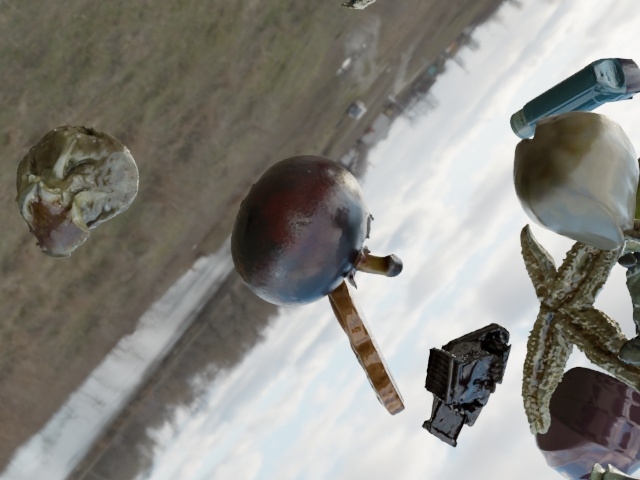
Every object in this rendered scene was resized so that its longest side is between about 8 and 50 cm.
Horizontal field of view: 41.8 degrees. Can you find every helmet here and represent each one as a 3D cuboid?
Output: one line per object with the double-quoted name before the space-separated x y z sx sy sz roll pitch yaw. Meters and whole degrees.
"helmet" 0.605 0.446 1.884 0.197 0.271 0.338 -65 -179 -37

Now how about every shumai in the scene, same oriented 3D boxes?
"shumai" -0.377 -0.072 1.214 0.209 0.161 0.153 -2 -153 22

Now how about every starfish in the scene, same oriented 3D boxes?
"starfish" 0.475 0.166 1.481 0.082 0.432 0.324 -9 -172 -38

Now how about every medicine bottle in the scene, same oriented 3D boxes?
"medicine bottle" 0.499 -0.278 1.661 0.124 0.079 0.258 -2 162 -39

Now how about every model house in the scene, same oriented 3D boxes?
"model house" 0.247 0.258 1.437 0.164 0.141 0.203 -70 166 -68

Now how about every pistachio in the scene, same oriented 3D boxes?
"pistachio" 0.357 -0.077 1.137 0.166 0.197 0.288 -45 154 14

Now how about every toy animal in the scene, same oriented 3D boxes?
"toy animal" 0.529 0.072 1.285 0.106 0.168 0.343 15 -89 52

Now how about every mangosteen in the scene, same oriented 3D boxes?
"mangosteen" 0.000 0.000 1.268 0.235 0.261 0.235 -64 178 -5

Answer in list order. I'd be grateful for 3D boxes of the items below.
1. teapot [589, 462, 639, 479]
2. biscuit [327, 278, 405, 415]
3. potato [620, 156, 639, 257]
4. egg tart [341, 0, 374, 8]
"teapot" 0.568 0.423 1.342 0.251 0.183 0.183 -4 -149 33
"biscuit" 0.063 0.155 1.496 0.047 0.334 0.202 -25 177 3
"potato" 0.686 -0.066 1.738 0.228 0.148 0.197 -53 156 -13
"egg tart" 0.128 -0.535 1.504 0.291 0.107 0.291 -40 -166 12
